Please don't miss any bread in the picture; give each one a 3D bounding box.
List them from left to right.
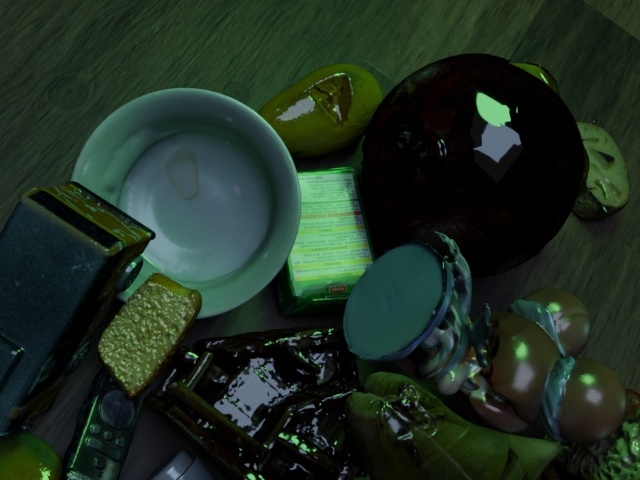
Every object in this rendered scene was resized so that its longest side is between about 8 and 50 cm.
[{"bbox_3d":[-0.251,0.135,1.184,0.103,0.065,0.187,38,87,-2],"label":"bread"}]

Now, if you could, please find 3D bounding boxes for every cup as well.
[{"bbox_3d":[-0.202,-0.055,1.300,0.347,0.163,0.347,0,91,-1],"label":"cup"}]

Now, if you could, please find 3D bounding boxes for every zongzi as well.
[{"bbox_3d":[0.195,0.259,1.118,0.300,0.145,0.274,-29,111,-24],"label":"zongzi"}]

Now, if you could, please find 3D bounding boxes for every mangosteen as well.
[{"bbox_3d":[0.281,-0.136,1.403,0.421,0.381,0.381,-19,76,-23],"label":"mangosteen"}]

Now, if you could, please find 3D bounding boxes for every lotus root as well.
[{"bbox_3d":[0.520,-0.163,1.654,0.170,0.074,0.260,-24,76,-25],"label":"lotus root"}]

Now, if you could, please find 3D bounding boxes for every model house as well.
[{"bbox_3d":[-0.056,0.221,1.204,0.297,0.317,0.282,48,70,-12],"label":"model house"}]

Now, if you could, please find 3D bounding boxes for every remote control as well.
[{"bbox_3d":[-0.319,0.294,1.172,0.090,0.066,0.266,34,43,-24],"label":"remote control"}]

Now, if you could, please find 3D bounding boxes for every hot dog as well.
[{"bbox_3d":[0.586,0.368,1.307,0.365,0.367,0.196,30,86,-7],"label":"hot dog"}]

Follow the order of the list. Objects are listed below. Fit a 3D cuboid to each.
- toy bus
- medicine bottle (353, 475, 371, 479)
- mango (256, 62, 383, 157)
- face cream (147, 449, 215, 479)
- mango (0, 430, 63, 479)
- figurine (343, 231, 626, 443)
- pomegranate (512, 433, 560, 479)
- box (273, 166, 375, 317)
[{"bbox_3d":[-0.387,0.093,1.130,0.162,0.194,0.323,33,97,1],"label":"toy bus"},{"bbox_3d":[0.112,0.435,1.238,0.201,0.052,0.171,31,53,-48],"label":"medicine bottle"},{"bbox_3d":[-0.004,-0.227,1.473,0.262,0.167,0.130,-28,65,-22],"label":"mango"},{"bbox_3d":[-0.199,0.363,1.206,0.091,0.091,0.095,-43,94,-27],"label":"face cream"},{"bbox_3d":[-0.414,0.349,1.148,0.130,0.092,0.194,-38,75,-26],"label":"mango"},{"bbox_3d":[0.250,0.151,1.240,0.388,0.248,0.276,37,29,-31],"label":"figurine"},{"bbox_3d":[0.267,0.403,1.262,0.198,0.198,0.246,55,31,8],"label":"pomegranate"},{"bbox_3d":[0.000,0.000,1.409,0.180,0.103,0.250,-4,69,-19],"label":"box"}]
